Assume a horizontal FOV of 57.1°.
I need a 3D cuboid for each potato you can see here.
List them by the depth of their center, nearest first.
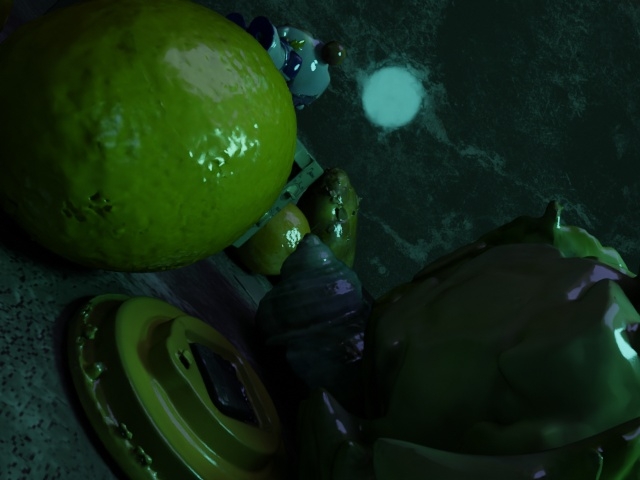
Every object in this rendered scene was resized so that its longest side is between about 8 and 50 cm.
[{"bbox_3d":[0.000,0.000,1.136,0.141,0.296,0.191,10,32,-9],"label":"potato"}]

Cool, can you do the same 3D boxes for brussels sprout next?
[{"bbox_3d":[0.198,0.197,0.546,0.342,0.425,0.361,-8,-69,45],"label":"brussels sprout"}]

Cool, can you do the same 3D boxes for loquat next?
[{"bbox_3d":[-0.088,-0.004,1.015,0.141,0.141,0.141,49,4,-5],"label":"loquat"}]

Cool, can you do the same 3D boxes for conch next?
[{"bbox_3d":[0.007,0.126,0.765,0.220,0.195,0.277,19,61,-64],"label":"conch"}]

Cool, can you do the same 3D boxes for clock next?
[{"bbox_3d":[-0.091,0.122,0.464,0.237,0.057,0.237,50,4,-5],"label":"clock"}]

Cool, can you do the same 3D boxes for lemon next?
[{"bbox_3d":[-0.144,-0.086,0.498,0.263,0.236,0.236,-2,35,-28],"label":"lemon"}]

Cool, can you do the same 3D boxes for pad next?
[{"bbox_3d":[-0.067,0.128,0.963,0.187,0.006,0.113,50,5,9],"label":"pad"}]

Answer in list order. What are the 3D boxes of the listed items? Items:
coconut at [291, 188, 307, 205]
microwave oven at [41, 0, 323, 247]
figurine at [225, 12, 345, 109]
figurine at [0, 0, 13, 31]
[{"bbox_3d":[-0.069,-0.078,1.373,0.241,0.241,0.241,49,4,-5],"label":"coconut"},{"bbox_3d":[-0.193,-0.167,0.825,0.286,0.218,0.355,49,4,20],"label":"microwave oven"},{"bbox_3d":[-0.058,-0.284,0.931,0.194,0.133,0.274,5,8,-7],"label":"figurine"},{"bbox_3d":[-0.368,-0.292,0.460,0.326,0.169,0.218,52,0,15],"label":"figurine"}]
